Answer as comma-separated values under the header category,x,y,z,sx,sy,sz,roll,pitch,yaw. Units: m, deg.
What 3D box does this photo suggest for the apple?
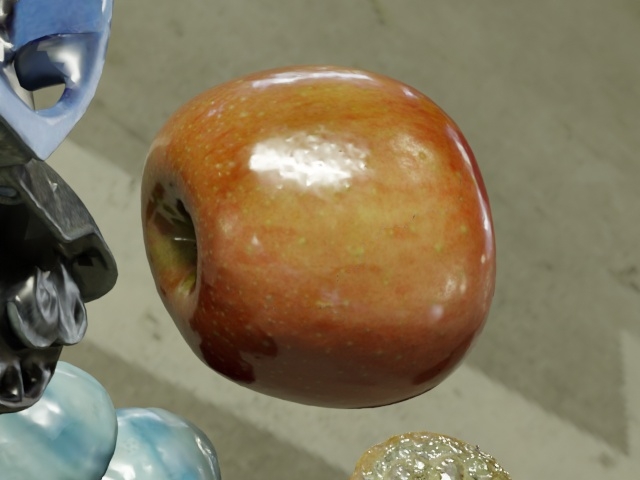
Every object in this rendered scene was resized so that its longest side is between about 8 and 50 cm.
category,x,y,z,sx,sy,sz,roll,pitch,yaw
apple,0.000,0.000,0.950,0.168,0.181,0.181,-9,56,-28

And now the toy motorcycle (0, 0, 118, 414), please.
category,x,y,z,sx,sy,sz,roll,pitch,yaw
toy motorcycle,-0.149,-0.101,0.565,0.358,0.125,0.212,57,33,-51

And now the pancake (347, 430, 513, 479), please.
category,x,y,z,sx,sy,sz,roll,pitch,yaw
pancake,0.092,0.220,1.447,0.158,0.028,0.158,9,55,-14

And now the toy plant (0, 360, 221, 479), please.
category,x,y,z,sx,sy,sz,roll,pitch,yaw
toy plant,-0.184,0.172,0.900,0.332,0.247,0.247,-23,67,-33
